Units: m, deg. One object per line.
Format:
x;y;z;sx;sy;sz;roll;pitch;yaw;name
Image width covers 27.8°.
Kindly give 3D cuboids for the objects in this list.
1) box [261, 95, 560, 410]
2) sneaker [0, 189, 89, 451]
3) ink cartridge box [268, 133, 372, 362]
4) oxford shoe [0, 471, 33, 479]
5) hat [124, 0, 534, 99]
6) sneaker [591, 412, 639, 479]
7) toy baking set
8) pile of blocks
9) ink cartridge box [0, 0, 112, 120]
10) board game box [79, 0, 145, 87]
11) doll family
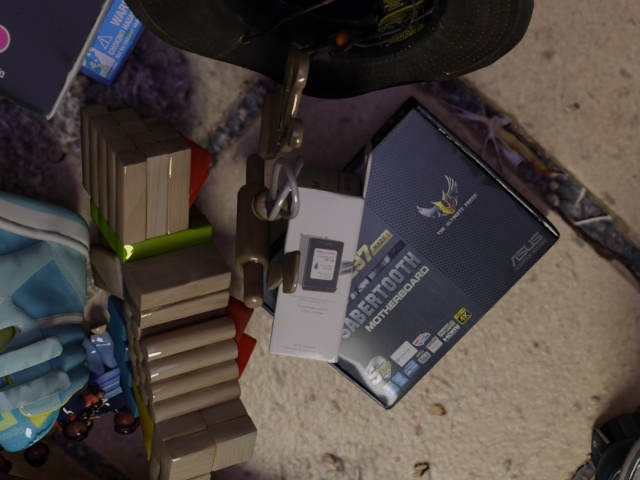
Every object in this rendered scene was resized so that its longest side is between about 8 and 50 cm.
0.072;0.014;1.181;0.183;0.059;0.232;42;100;-12;box
-0.296;0.063;1.025;0.127;0.319;0.208;-20;72;33;sneaker
0.000;0.000;1.091;0.060;0.104;0.180;9;103;-1;ink cartridge box
-0.176;0.276;1.203;0.364;0.133;0.130;25;135;-18;oxford shoe
0.010;-0.244;1.037;0.331;0.331;0.134;6;68;-5;hat
0.297;0.200;1.182;0.086;0.163;0.226;-11;133;3;sneaker
-0.042;-0.042;1.052;0.030;0.256;0.197;7;146;-10;toy baking set
-0.125;0.051;1.153;0.112;0.149;0.362;-14;106;-25;pile of blocks
-0.209;-0.296;1.009;0.176;0.069;0.371;27;101;-11;ink cartridge box
-0.234;-0.342;1.059;0.318;0.066;0.318;28;103;-10;board game box
-0.248;0.156;1.197;0.193;0.076;0.111;-21;101;0;doll family
